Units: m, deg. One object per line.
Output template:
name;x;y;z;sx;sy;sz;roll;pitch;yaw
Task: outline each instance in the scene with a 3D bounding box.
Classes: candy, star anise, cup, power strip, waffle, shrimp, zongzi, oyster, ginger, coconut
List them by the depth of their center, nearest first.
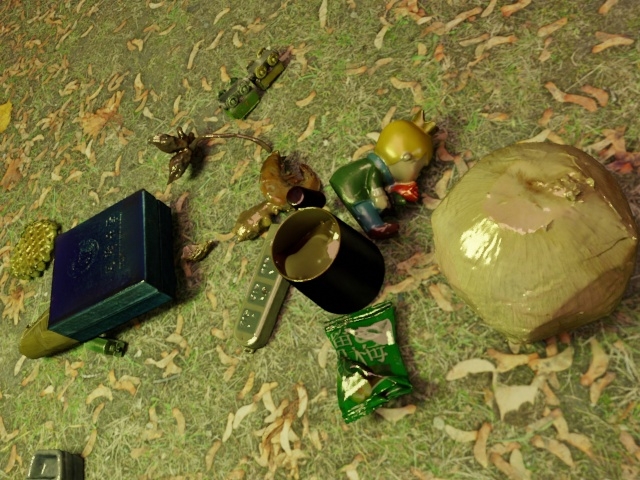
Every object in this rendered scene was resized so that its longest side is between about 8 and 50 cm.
coconut;0.315;-0.003;0.841;0.297;0.254;0.297;-10;67;24
candy;0.081;0.209;0.987;0.141;0.078;0.203;-16;50;10
cup;-0.010;0.014;1.057;0.166;0.177;0.239;-46;55;5
power strip;-0.108;0.094;1.157;0.080;0.048;0.286;13;77;33
shrimp;-0.070;-0.131;1.213;0.187;0.132;0.051;-100;26;-42
ginger;-0.119;-0.058;1.225;0.173;0.051;0.069;-30;50;14
oyster;-0.285;0.026;1.292;0.093;0.034;0.051;-10;48;37
star anise;-0.270;-0.212;1.328;0.227;0.218;0.148;-9;72;48
zongzi;-0.659;0.185;1.397;0.205;0.094;0.204;-23;49;21
waffle;-0.812;0.024;1.578;0.169;0.036;0.183;0;67;31

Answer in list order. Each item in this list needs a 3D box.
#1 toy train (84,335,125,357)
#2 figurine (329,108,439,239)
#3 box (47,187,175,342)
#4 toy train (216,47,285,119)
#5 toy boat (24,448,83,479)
toy train;-0.503;0.244;1.300;0.093;0.056;0.038;6;77;34
figurine;0.150;-0.125;1.073;0.234;0.127;0.185;-34;68;-3
box;-0.479;0.057;1.286;0.279;0.116;0.261;-25;52;15
toy train;-0.170;-0.388;1.381;0.202;0.081;0.060;-48;56;-6
toy boat;-0.586;0.593;1.183;0.127;0.078;0.283;-10;65;24
